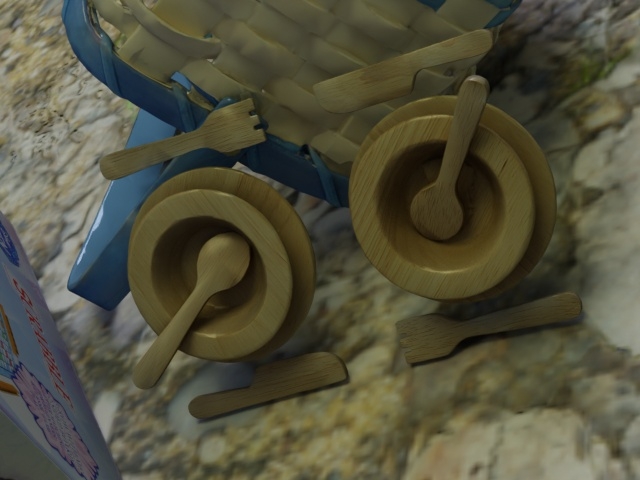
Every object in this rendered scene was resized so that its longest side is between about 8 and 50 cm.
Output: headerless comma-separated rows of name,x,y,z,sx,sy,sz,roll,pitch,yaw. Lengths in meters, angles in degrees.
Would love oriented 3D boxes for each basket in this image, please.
basket,-0.026,-0.125,0.719,0.289,0.201,0.254,-51,20,42

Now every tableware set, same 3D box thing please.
tableware set,0.000,0.000,0.593,0.194,0.128,0.039,-17,8,22

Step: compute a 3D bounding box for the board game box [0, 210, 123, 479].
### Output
board game box,-0.218,-0.021,0.627,0.066,0.318,0.318,-36,36,-1
